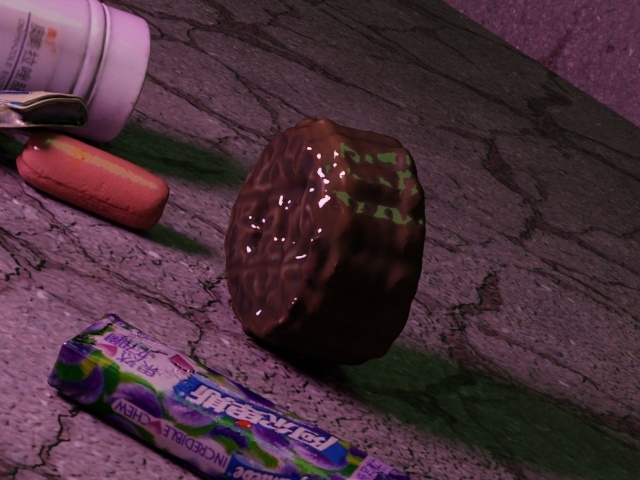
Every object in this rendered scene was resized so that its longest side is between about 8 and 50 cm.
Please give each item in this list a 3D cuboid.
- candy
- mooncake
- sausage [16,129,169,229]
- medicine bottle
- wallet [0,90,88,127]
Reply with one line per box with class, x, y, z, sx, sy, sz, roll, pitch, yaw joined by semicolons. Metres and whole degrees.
candy;-0.064;0.157;1.562;0.312;0.061;0.088;29;20;10
mooncake;0.000;0.000;1.846;0.124;0.228;0.228;10;22;-25
sausage;-0.227;-0.061;1.967;0.154;0.062;0.062;23;17;-9
medicine bottle;-0.324;-0.208;2.110;0.254;0.152;0.152;17;19;-25
wallet;-0.325;-0.133;1.979;0.155;0.039;0.110;4;6;29
